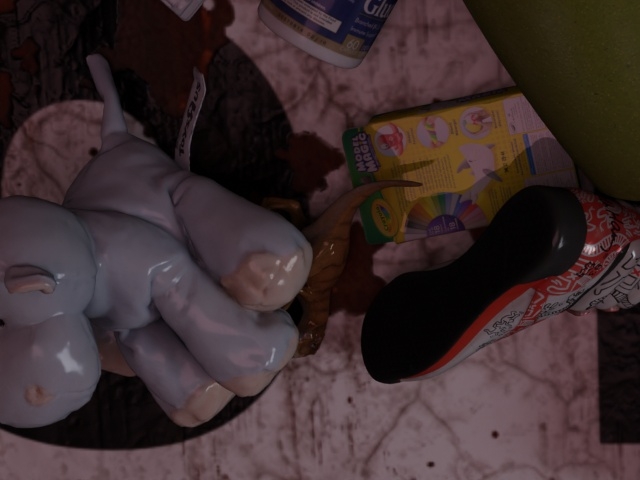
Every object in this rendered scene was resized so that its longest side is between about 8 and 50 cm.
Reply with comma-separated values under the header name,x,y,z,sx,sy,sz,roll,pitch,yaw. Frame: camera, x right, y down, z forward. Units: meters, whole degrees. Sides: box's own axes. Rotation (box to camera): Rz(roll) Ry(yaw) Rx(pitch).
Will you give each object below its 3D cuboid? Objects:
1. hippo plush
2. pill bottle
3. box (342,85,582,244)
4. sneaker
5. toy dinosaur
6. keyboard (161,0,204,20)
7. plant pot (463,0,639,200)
name,x,y,z,sx,sy,sz,roll,pitch,yaw
hippo plush,-0.160,0.029,1.407,0.234,0.236,0.294,11,109,34
pill bottle,0.029,-0.226,1.418,0.094,0.094,0.169,30,107,1
box,0.113,-0.061,1.473,0.179,0.043,0.105,-11,103,10
sneaker,0.157,0.047,1.463,0.270,0.145,0.090,-41,52,45
toy dinosaur,0.000,0.000,1.498,0.112,0.064,0.211,21,126,-2
keyboard,-0.183,-0.287,1.484,0.256,0.014,0.072,41,101,-2
plant pot,0.223,-0.188,1.331,0.275,0.275,0.293,-14,116,13
